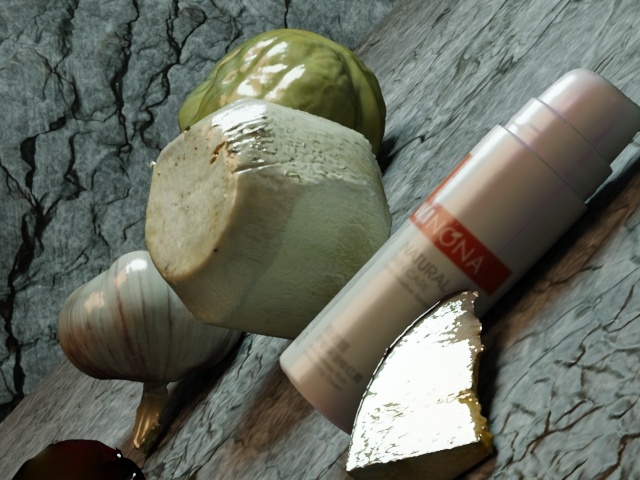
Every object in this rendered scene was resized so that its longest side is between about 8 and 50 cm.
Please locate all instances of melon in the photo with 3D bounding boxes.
[{"bbox_3d":[0.076,0.106,0.959,0.098,0.054,0.182,-33,24,22],"label":"melon"}]

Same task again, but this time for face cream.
[{"bbox_3d":[0.117,0.004,1.068,0.345,0.102,0.102,-48,11,5],"label":"face cream"}]

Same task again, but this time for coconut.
[{"bbox_3d":[-0.042,-0.023,1.416,0.245,0.247,0.245,-15,69,47],"label":"coconut"}]

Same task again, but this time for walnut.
[{"bbox_3d":[-0.050,-0.151,1.820,0.277,0.282,0.253,-48,50,19],"label":"walnut"}]

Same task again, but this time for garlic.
[{"bbox_3d":[-0.213,0.145,1.698,0.245,0.245,0.253,-32,58,54],"label":"garlic"}]

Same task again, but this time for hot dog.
[{"bbox_3d":[-0.238,0.305,1.363,0.194,0.107,0.326,-59,23,-10],"label":"hot dog"}]
